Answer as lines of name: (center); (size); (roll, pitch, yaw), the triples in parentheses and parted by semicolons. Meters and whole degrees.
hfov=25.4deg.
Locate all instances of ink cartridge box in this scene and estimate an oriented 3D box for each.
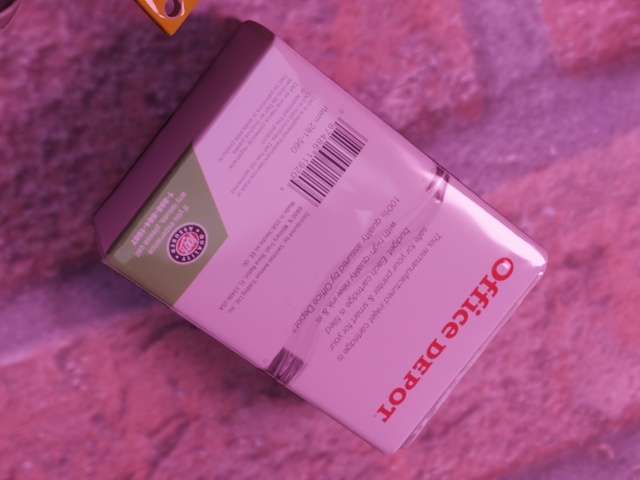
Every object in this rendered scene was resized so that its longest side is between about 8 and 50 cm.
ink cartridge box: (0.000, 0.000, 0.849); (0.219, 0.092, 0.160); (37, 94, -20)

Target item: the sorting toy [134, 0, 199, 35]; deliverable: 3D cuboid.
sorting toy: (-0.077, -0.255, 0.769); (0.132, 0.046, 0.274); (15, 95, -41)

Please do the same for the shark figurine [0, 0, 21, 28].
shark figurine: (-0.193, -0.247, 0.751); (0.116, 0.166, 0.278); (11, 122, 9)
